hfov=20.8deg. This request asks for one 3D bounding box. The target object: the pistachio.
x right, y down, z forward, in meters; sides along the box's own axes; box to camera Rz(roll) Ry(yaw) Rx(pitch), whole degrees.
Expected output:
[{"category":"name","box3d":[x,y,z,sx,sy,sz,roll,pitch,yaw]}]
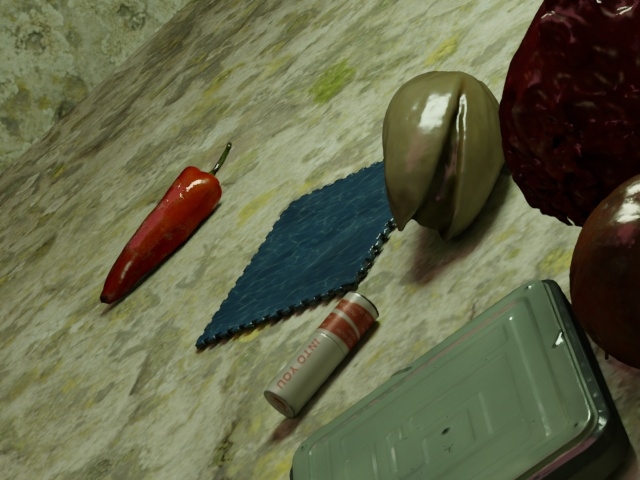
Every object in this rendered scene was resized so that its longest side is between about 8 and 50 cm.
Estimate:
[{"category":"pistachio","box3d":[0.120,-0.086,1.718,0.136,0.136,0.226,-29,29,30]}]

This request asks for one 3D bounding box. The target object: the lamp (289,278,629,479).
[{"category":"lamp","box3d":[0.093,0.161,1.301,0.269,0.047,0.266,-37,20,11]}]

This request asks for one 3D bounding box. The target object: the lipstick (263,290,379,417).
[{"category":"lipstick","box3d":[0.001,0.105,1.624,0.131,0.038,0.038,-49,20,-24]}]

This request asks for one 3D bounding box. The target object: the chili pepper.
[{"category":"chili pepper","box3d":[-0.196,-0.023,2.281,0.063,0.071,0.272,31,74,30]}]

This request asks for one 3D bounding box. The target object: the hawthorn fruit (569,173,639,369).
[{"category":"hawthorn fruit","box3d":[0.228,0.022,1.199,0.149,0.149,0.189,-49,24,-25]}]

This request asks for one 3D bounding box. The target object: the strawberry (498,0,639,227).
[{"category":"strawberry","box3d":[0.269,-0.105,1.330,0.274,0.274,0.220,-37,56,10]}]

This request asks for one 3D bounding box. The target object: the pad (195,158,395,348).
[{"category":"pad","box3d":[0.000,0.000,1.916,0.269,0.012,0.269,-23,25,42]}]
